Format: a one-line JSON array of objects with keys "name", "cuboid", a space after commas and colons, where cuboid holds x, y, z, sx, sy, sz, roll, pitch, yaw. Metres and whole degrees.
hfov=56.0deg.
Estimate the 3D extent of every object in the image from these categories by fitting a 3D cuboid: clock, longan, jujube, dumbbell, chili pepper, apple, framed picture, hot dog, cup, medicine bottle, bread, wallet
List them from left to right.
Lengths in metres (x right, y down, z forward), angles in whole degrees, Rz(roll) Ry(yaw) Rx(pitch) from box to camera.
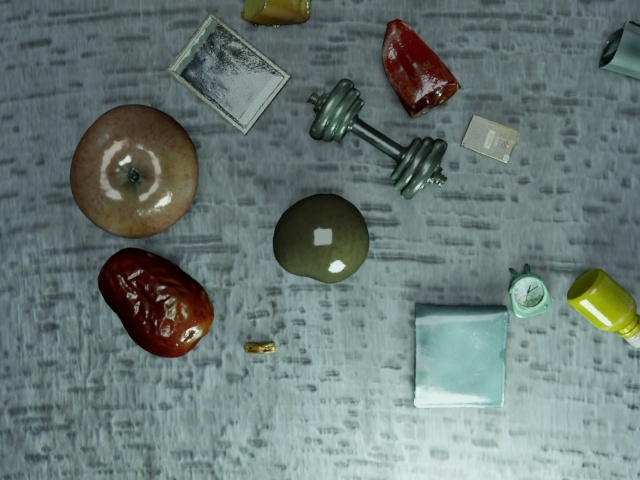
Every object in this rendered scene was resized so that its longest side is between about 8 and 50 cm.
[{"name": "apple", "cuboid": [-0.471, -0.171, 1.526, 0.345, 0.269, 0.344, 0, 94, 2]}, {"name": "jujube", "cuboid": [-0.433, 0.161, 1.583, 0.318, 0.223, 0.223, 41, 95, 4]}, {"name": "framed picture", "cuboid": [-0.248, -0.448, 1.618, 0.281, 0.019, 0.209, 37, 96, 0]}, {"name": "hot dog", "cuboid": [-0.168, 0.297, 1.658, 0.090, 0.034, 0.030, -3, 95, 3]}, {"name": "bread", "cuboid": [-0.126, -0.636, 1.582, 0.160, 0.169, 0.140, 8, 95, 43]}, {"name": "longan", "cuboid": [0.000, 0.000, 1.538, 0.248, 0.248, 0.248, 0, 94, 3]}, {"name": "dumbbell", "cuboid": [0.144, -0.256, 1.530, 0.406, 0.179, 0.179, 33, 95, 0]}, {"name": "chili pepper", "cuboid": [0.230, -0.449, 1.557, 0.252, 0.136, 0.144, 57, 140, 8]}, {"name": "wallet", "cuboid": [0.375, 0.312, 1.619, 0.251, 0.054, 0.290, -1, 95, 5]}, {"name": "clock", "cuboid": [0.550, 0.132, 1.602, 0.101, 0.041, 0.135, -16, 92, 5]}, {"name": "medicine bottle", "cuboid": [0.755, 0.182, 1.553, 0.212, 0.122, 0.122, 41, 95, -1]}, {"name": "cup", "cuboid": [0.791, -0.484, 1.519, 0.129, 0.095, 0.128, 19, 93, -1]}]

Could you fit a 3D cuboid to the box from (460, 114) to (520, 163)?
[{"name": "box", "cuboid": [0.447, -0.268, 1.588, 0.133, 0.023, 0.090, 20, 96, 2]}]
